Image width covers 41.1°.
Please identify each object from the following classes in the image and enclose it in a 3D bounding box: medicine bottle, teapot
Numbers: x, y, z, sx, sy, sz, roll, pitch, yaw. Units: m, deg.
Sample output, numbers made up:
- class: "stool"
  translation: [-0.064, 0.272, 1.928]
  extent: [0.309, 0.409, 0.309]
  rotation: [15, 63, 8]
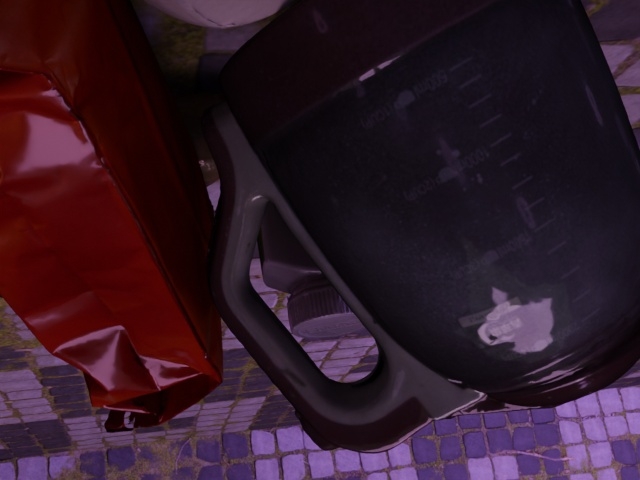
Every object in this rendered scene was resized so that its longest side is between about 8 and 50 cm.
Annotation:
- class: "medicine bottle"
  translation: [0.000, 0.000, 0.889]
  extent: [0.132, 0.188, 0.088]
  rotation: [-6, 159, -6]
- class: "teapot"
  translation: [0.068, -0.013, 0.584]
  extent: [0.315, 0.312, 0.233]
  rotation: [-28, -177, 11]

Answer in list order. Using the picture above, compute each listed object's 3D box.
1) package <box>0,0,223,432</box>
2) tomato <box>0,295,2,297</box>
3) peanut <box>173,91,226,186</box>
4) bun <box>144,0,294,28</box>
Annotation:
- class: "package"
  translation: [-0.158, -0.034, 0.586]
  extent: [0.123, 0.196, 0.423]
  rotation: [-9, 140, 4]
- class: "tomato"
  translation: [-0.312, 0.010, 0.908]
  extent: [0.228, 0.112, 0.199]
  rotation: [-2, 160, -9]
- class: "peanut"
  translation: [-0.156, -0.085, 0.742]
  extent: [0.214, 0.099, 0.099]
  rotation: [2, 157, -15]
- class: "bun"
  translation: [-0.051, -0.202, 0.434]
  extent: [0.173, 0.120, 0.173]
  rotation: [-40, 162, -16]
